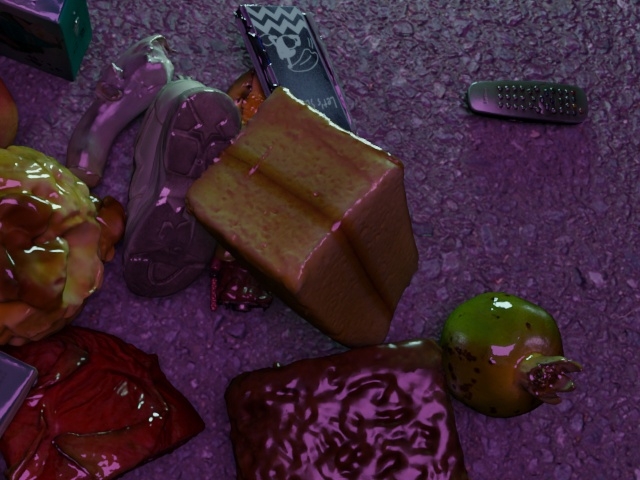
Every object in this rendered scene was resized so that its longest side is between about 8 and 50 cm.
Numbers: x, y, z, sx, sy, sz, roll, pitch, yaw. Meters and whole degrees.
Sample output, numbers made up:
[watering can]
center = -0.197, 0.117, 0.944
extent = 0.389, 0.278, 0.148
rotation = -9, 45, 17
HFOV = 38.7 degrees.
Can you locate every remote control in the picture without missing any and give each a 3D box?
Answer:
[remote control]
center = 0.358, -0.239, 1.578
extent = 0.222, 0.042, 0.072
rotation = 2, 79, -11

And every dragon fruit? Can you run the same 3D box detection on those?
[dragon fruit]
center = -0.384, 0.249, 1.289
extent = 0.330, 0.302, 0.240
rotation = 39, 107, 15

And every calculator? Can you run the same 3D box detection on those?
[calculator]
center = -0.033, -0.263, 1.485
extent = 0.166, 0.028, 0.274
rotation = -14, 79, -45

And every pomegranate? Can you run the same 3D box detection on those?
[pomegranate]
center = 0.292, 0.169, 1.383
extent = 0.198, 0.246, 0.198
rotation = 12, 67, -28

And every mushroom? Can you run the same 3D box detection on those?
[mushroom]
center = -0.316, -0.203, 1.424
extent = 0.096, 0.099, 0.278
rotation = 32, 79, 12

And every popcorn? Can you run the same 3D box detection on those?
[popcorn]
center = -0.414, -0.004, 1.276
extent = 0.332, 0.225, 0.264
rotation = -43, 122, -54

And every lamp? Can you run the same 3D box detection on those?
[lamp]
center = -0.110, -0.016, 1.408
extent = 0.118, 0.118, 0.253
rotation = 3, 83, -10

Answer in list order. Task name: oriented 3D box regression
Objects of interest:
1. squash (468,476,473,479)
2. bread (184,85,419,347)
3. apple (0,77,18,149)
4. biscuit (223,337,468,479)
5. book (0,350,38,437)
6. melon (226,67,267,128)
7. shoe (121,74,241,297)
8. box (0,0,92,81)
[squash]
center = 0.142, 0.459, 1.393
extent = 0.252, 0.049, 0.252
rotation = 2, 79, -10
[bread]
center = 0.000, 0.000, 1.364
extent = 0.245, 0.361, 0.233
rotation = 34, 77, 26
[apple]
center = -0.535, -0.184, 1.321
extent = 0.164, 0.209, 0.209
rotation = -29, 85, -33
[biscuit]
center = 0.045, 0.346, 1.297
extent = 0.343, 0.166, 0.394
rotation = -12, 75, 0
[book]
center = -0.584, 0.194, 1.134
extent = 0.379, 0.031, 0.264
rotation = 27, 70, 1
[melon]
center = -0.096, -0.184, 1.467
extent = 0.128, 0.079, 0.160
rotation = 21, 52, -28
[shoe]
center = -0.225, -0.089, 1.382
extent = 0.132, 0.210, 0.341
rotation = 10, 111, -26
[box]
center = -0.429, -0.338, 1.347
extent = 0.153, 0.245, 0.092
rotation = 19, 77, -5
